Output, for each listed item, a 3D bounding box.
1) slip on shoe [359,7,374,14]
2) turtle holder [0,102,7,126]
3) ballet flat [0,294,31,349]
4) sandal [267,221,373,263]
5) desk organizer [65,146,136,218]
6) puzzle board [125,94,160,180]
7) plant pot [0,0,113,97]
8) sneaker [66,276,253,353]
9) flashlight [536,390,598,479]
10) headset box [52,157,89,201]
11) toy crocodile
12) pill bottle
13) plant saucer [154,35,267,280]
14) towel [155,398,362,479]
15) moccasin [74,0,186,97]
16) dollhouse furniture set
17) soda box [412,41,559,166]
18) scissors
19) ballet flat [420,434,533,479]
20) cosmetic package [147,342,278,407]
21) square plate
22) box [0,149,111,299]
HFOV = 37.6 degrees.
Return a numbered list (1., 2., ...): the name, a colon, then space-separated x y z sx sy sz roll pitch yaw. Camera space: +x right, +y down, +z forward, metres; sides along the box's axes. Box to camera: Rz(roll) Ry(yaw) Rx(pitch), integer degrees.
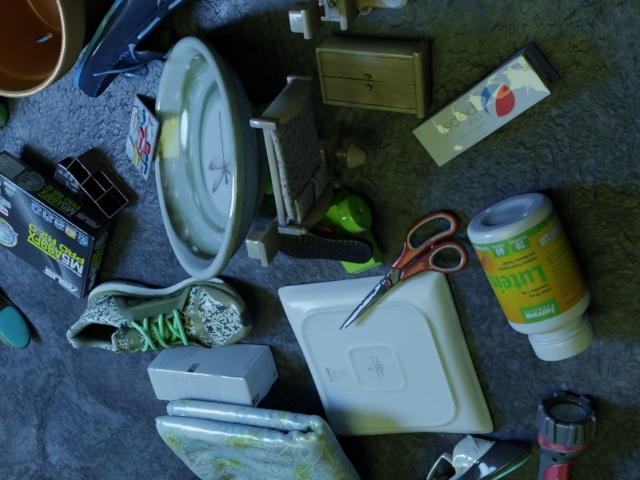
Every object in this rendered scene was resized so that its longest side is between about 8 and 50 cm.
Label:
1. slip on shoe: 0.033 -0.401 1.425 0.051 0.041 0.135 -21 106 34
2. turtle holder: -0.739 -0.256 1.779 0.320 0.227 0.243 3 117 26
3. ballet flat: -0.730 0.160 2.123 0.206 0.073 0.067 56 153 -8
4. sandal: 0.000 0.000 1.564 0.179 0.040 0.067 11 132 1
5. desk organizer: -0.425 -0.110 1.814 0.130 0.050 0.047 49 127 -6
6. puzzle board: -0.329 -0.188 1.718 0.096 0.011 0.128 48 134 35
7. plant pot: -0.487 -0.410 1.581 0.291 0.203 0.290 12 121 21
8. sneaker: -0.324 0.176 1.843 0.410 0.182 0.158 -4 114 28
9. flashlight: 0.426 0.414 1.652 0.103 0.103 0.304 7 118 20
10. headset box: -0.497 -0.112 1.861 0.062 0.032 0.083 34 128 6
11. toy crocodile: -0.007 -0.086 1.597 0.115 0.105 0.340 -29 106 37
12. pill bottle: 0.339 0.061 1.472 0.136 0.136 0.245 -17 108 33
13. plant saucer: -0.175 -0.137 1.565 0.400 0.101 0.400 20 113 61
14. towel: -0.110 0.440 1.873 0.375 0.090 0.320 1 143 26
15. moccasin: -0.304 -0.341 1.564 0.117 0.137 0.342 35 136 -13
16. dollhouse furniture set: 0.023 -0.177 1.348 0.174 0.355 0.303 9 132 22
17. soda box: 0.247 -0.203 1.413 0.216 0.069 0.074 -34 99 36
18. scissors: 0.125 0.052 1.619 0.297 0.021 0.109 -30 90 29
19. ballet flat: 0.270 0.428 1.747 0.096 0.095 0.280 49 128 10
20. cosmetic package: -0.215 0.265 1.881 0.231 0.117 0.085 -1 118 26
21. square plate: 0.112 0.228 1.737 0.344 0.049 0.347 -8 112 30
22. box: -0.560 -0.028 1.900 0.270 0.060 0.216 34 137 6
